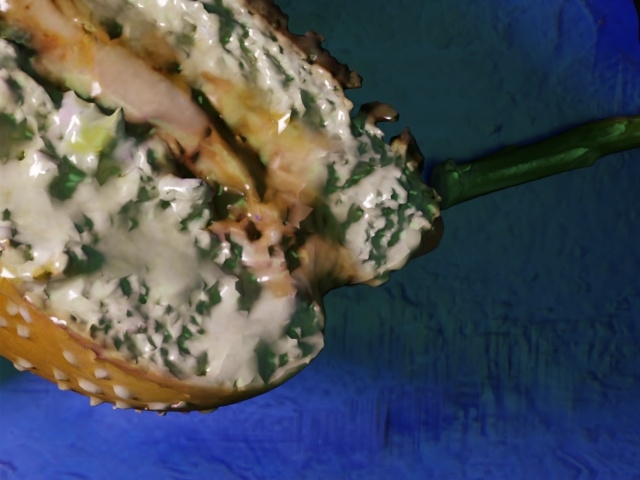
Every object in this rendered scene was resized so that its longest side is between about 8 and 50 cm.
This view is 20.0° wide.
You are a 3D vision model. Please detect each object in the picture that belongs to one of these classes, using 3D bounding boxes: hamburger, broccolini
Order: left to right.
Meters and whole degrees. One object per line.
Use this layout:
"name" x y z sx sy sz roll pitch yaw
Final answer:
"hamburger" -0.173 -0.055 1.209 0.445 0.287 0.268 39 65 -2
"broccolini" 0.275 -0.086 1.354 0.392 0.074 0.078 -17 62 -8

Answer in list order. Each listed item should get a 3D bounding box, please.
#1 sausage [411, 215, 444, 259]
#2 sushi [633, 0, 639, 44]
"sausage" 0.000 0.000 1.352 0.186 0.043 0.043 -3 95 -6
"sushi" 0.306 -0.189 1.311 0.150 0.153 0.172 16 55 21
